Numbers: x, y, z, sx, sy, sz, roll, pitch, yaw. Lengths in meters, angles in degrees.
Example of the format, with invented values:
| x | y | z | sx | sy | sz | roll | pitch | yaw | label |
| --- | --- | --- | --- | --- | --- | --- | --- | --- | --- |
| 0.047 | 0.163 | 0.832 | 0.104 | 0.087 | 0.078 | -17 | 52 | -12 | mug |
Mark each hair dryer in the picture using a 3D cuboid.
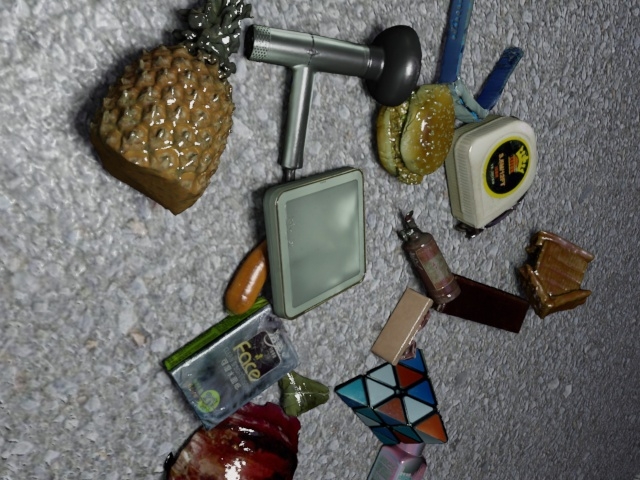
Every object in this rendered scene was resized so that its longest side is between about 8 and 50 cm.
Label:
| x | y | z | sx | sy | sz | roll | pitch | yaw | label |
| --- | --- | --- | --- | --- | --- | --- | --- | --- | --- |
| 0.010 | -0.274 | 1.037 | 0.320 | 0.155 | 0.284 | -8 | 130 | -20 | hair dryer |

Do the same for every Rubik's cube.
| x | y | z | sx | sy | sz | roll | pitch | yaw | label |
| --- | --- | --- | --- | --- | --- | --- | --- | --- | --- |
| 0.219 | 0.394 | 1.384 | 0.234 | 0.284 | 0.250 | -59 | 156 | -31 | Rubik's cube |

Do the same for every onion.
| x | y | z | sx | sy | sz | roll | pitch | yaw | label |
| --- | --- | --- | --- | --- | --- | --- | --- | --- | --- |
| -0.145 | 0.487 | 1.116 | 0.314 | 0.146 | 0.280 | 42 | 75 | -32 | onion |

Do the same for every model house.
| x | y | z | sx | sy | sz | roll | pitch | yaw | label |
| --- | --- | --- | --- | --- | --- | --- | --- | --- | --- |
| 0.665 | 0.119 | 1.535 | 0.229 | 0.220 | 0.199 | -62 | 171 | -17 | model house |

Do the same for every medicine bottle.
| x | y | z | sx | sy | sz | roll | pitch | yaw | label |
| --- | --- | --- | --- | --- | --- | --- | --- | --- | --- |
| 0.218 | 0.603 | 1.432 | 0.119 | 0.094 | 0.188 | 24 | 90 | -36 | medicine bottle |

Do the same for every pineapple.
| x | y | z | sx | sy | sz | roll | pitch | yaw | label |
| --- | --- | --- | --- | --- | --- | --- | --- | --- | --- |
| -0.201 | -0.237 | 0.828 | 0.202 | 0.202 | 0.362 | 37 | 72 | -37 | pineapple |

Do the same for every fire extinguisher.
| x | y | z | sx | sy | sz | roll | pitch | yaw | label |
| --- | --- | --- | --- | --- | --- | --- | --- | --- | --- |
| 0.259 | 0.031 | 1.258 | 0.075 | 0.106 | 0.252 | -37 | 106 | -28 | fire extinguisher |

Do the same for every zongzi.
| x | y | z | sx | sy | sz | roll | pitch | yaw | label |
| --- | --- | --- | --- | --- | --- | --- | --- | --- | --- |
| -0.024 | 0.316 | 1.210 | 0.154 | 0.062 | 0.130 | -11 | 89 | -42 | zongzi |

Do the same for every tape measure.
| x | y | z | sx | sy | sz | roll | pitch | yaw | label |
| --- | --- | --- | --- | --- | --- | --- | --- | --- | --- |
| 0.426 | -0.170 | 1.318 | 0.231 | 0.133 | 0.271 | -25 | 119 | -18 | tape measure |

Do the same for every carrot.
| x | y | z | sx | sy | sz | roll | pitch | yaw | label |
| --- | --- | --- | --- | --- | --- | --- | --- | --- | --- |
| -0.106 | 0.033 | 1.054 | 0.066 | 0.062 | 0.271 | 33 | 79 | -4 | carrot |

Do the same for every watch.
| x | y | z | sx | sy | sz | roll | pitch | yaw | label |
| --- | --- | --- | --- | --- | --- | --- | --- | --- | --- |
| 0.344 | -0.433 | 1.195 | 0.276 | 0.068 | 0.274 | 43 | 73 | -35 | watch |

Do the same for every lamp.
| x | y | z | sx | sy | sz | roll | pitch | yaw | label |
| --- | --- | --- | --- | --- | --- | --- | --- | --- | --- |
| 0.000 | 0.000 | 1.081 | 0.269 | 0.047 | 0.266 | -22 | 115 | -44 | lamp |

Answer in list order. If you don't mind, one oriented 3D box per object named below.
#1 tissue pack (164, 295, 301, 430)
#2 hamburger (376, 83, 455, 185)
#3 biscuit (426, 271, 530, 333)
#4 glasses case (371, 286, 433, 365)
| x | y | z | sx | sy | sz | roll | pitch | yaw | label |
| --- | --- | --- | --- | --- | --- | --- | --- | --- | --- |
| -0.170 | 0.244 | 1.062 | 0.235 | 0.073 | 0.173 | -32 | 119 | -22 | tissue pack |
| 0.217 | -0.227 | 1.144 | 0.189 | 0.122 | 0.215 | -22 | 119 | -46 | hamburger |
| 0.446 | 0.174 | 1.471 | 0.388 | 0.073 | 0.107 | 19 | 94 | -38 | biscuit |
| 0.222 | 0.223 | 1.314 | 0.070 | 0.102 | 0.193 | 36 | 83 | -43 | glasses case |
